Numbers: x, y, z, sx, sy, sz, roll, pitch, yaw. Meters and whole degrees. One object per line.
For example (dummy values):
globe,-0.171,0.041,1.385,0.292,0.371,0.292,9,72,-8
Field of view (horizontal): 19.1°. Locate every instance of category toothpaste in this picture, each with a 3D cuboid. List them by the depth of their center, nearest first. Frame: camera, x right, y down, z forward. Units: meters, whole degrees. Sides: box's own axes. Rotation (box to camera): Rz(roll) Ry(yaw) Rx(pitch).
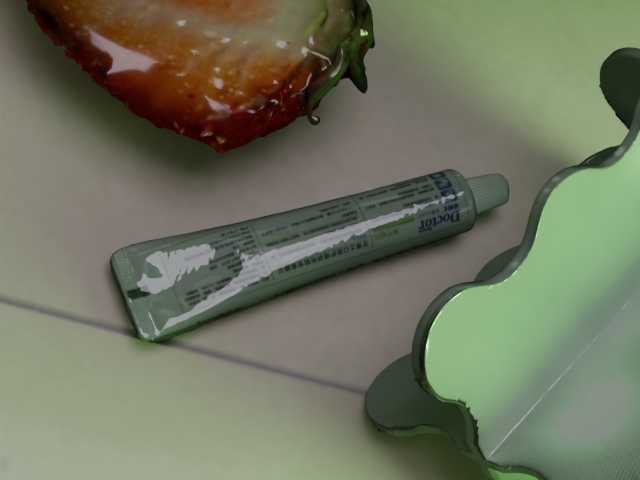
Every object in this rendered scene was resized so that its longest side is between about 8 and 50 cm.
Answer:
toothpaste,0.000,0.000,0.882,0.197,0.029,0.048,-17,68,-19

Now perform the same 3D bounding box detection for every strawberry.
strawberry,-0.065,-0.107,0.886,0.187,0.082,0.147,17,56,0

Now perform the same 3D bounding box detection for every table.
table,0.129,0.035,0.837,0.166,0.166,0.198,43,69,7
